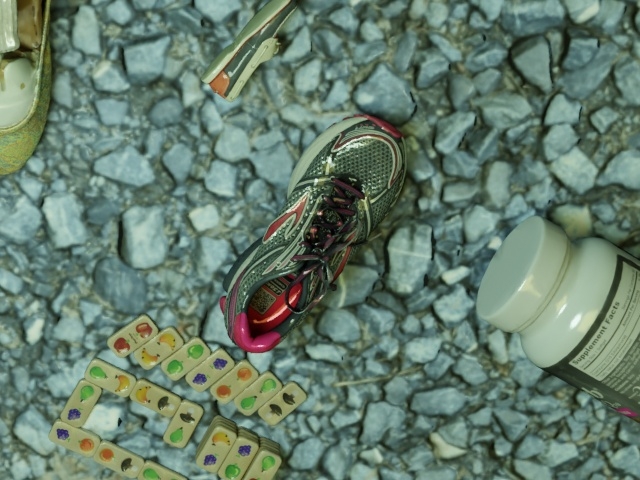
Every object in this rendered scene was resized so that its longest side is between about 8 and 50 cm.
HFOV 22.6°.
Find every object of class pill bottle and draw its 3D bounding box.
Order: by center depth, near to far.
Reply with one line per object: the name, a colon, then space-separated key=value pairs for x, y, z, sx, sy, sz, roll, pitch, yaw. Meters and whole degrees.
pill bottle: x=0.324 y=0.095 z=1.788 sx=0.278 sy=0.162 sz=0.162 roll=29 pitch=104 yaw=-12

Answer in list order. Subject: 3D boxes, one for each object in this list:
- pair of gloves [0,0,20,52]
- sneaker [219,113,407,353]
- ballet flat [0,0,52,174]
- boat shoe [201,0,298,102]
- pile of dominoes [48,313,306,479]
pair of gloves: x=-0.396 y=-0.290 z=1.592 sx=0.240 sy=0.042 sz=0.204 roll=9 pitch=104 yaw=29
sneaker: x=0.000 y=0.000 z=1.757 sx=0.121 sy=0.112 sz=0.299 roll=30 pitch=103 yaw=-13
ballet flat: x=-0.332 y=-0.225 z=1.654 sx=0.123 sy=0.123 sz=0.349 roll=9 pitch=108 yaw=-7
boat shoe: x=-0.069 y=-0.208 z=1.715 sx=0.043 sy=0.049 sz=0.137 roll=39 pitch=104 yaw=-18
pile of dominoes: x=-0.162 y=0.209 z=1.851 sx=0.251 sy=0.040 sz=0.196 roll=27 pitch=105 yaw=-13
